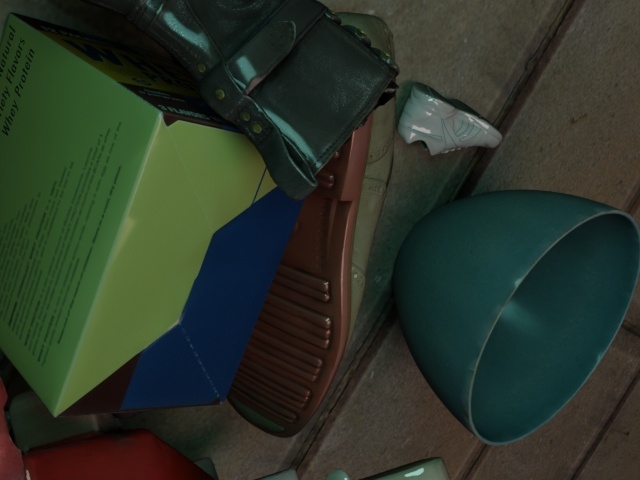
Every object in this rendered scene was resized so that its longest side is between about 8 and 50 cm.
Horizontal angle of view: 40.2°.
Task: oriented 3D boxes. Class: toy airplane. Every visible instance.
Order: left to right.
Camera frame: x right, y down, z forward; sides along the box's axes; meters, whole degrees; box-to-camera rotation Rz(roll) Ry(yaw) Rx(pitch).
[{"bbox_3d":[-0.133,0.279,0.732,0.385,0.272,0.386,5,142,-31],"label":"toy airplane"}]

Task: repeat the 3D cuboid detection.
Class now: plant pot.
[{"bbox_3d":[0.198,0.057,1.002,0.290,0.195,0.290,-26,132,-32],"label":"plant pot"}]

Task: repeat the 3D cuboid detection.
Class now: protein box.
[{"bbox_3d":[-0.140,-0.020,0.603,0.136,0.201,0.199,7,111,-47],"label":"protein box"}]

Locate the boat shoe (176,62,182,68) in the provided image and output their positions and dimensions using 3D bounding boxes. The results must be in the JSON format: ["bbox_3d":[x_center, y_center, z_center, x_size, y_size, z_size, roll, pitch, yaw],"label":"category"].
[{"bbox_3d":[-0.082,-0.105,0.713,0.060,0.064,0.177,-13,122,-37],"label":"boat shoe"}]

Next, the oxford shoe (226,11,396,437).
[{"bbox_3d":[0.000,0.000,0.751,0.146,0.141,0.396,-36,146,-51],"label":"oxford shoe"}]

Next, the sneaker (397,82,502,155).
[{"bbox_3d":[0.137,-0.121,0.939,0.152,0.053,0.061,13,115,-42],"label":"sneaker"}]

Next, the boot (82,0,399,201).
[{"bbox_3d":[-0.045,-0.162,0.548,0.091,0.229,0.263,-41,-163,46],"label":"boot"}]

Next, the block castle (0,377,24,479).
[{"bbox_3d":[-0.216,-0.110,0.356,0.213,0.303,0.453,-14,135,-35],"label":"block castle"}]
